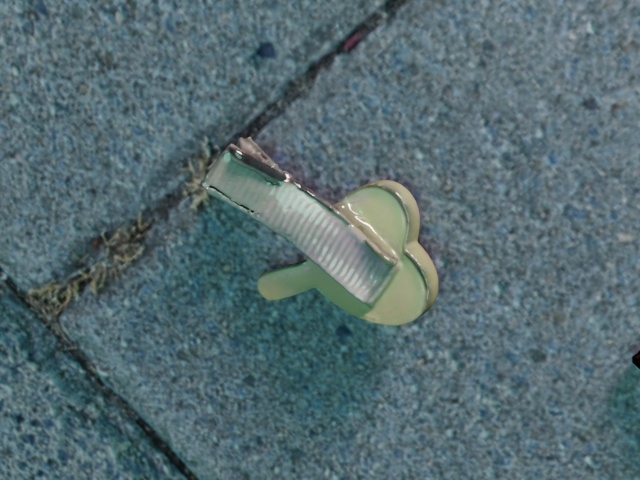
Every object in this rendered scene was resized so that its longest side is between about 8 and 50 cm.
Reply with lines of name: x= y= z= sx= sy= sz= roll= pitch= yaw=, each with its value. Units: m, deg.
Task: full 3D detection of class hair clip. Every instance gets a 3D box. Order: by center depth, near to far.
hair clip: x=-0.001 y=0.002 z=1.136 sx=0.218 sy=0.071 sz=0.159 roll=35 pitch=119 yaw=5

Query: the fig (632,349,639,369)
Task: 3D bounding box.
fig: x=0.341 y=0.234 z=1.083 sx=0.290 sy=0.191 sz=0.191 roll=40 pitch=116 yaw=-4
